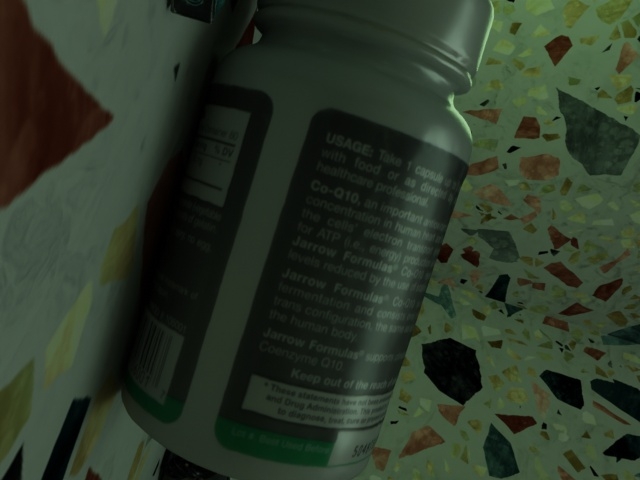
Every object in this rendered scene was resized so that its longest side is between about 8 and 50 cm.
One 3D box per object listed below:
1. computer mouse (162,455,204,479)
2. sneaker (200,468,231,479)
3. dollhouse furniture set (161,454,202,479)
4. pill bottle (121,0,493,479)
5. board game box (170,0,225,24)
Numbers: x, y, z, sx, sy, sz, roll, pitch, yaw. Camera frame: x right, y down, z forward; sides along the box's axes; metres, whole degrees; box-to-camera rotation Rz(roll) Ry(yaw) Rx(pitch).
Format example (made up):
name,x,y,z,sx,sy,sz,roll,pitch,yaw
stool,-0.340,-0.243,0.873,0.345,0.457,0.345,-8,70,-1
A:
name,x,y,z,sx,sy,sz,roll,pitch,yaw
computer mouse,-0.076,0.314,0.992,0.188,0.272,0.072,-58,141,-85
sneaker,-0.233,0.463,1.433,0.229,0.086,0.132,123,-17,-48
dollhouse furniture set,-0.184,0.410,0.985,0.151,0.123,0.144,119,-11,-88
pill bottle,-0.005,-0.022,0.520,0.204,0.204,0.361,-78,-173,-86
board game box,-0.036,-0.218,0.326,0.186,0.026,0.126,108,-1,-49
